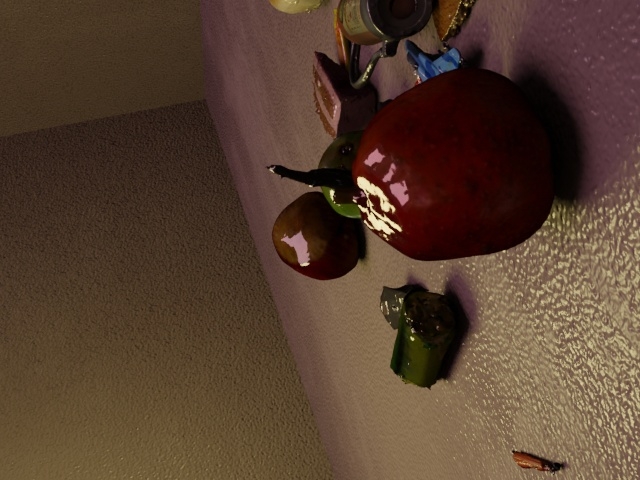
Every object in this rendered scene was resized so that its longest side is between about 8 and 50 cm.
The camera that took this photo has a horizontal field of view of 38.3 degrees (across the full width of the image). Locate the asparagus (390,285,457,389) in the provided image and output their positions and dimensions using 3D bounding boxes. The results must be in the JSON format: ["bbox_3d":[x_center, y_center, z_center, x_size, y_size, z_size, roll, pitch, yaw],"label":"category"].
[{"bbox_3d":[0.203,0.225,1.876,0.382,0.108,0.128,94,158,-56],"label":"asparagus"}]

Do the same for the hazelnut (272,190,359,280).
[{"bbox_3d":[0.000,0.000,2.330,0.229,0.229,0.230,167,90,-77],"label":"hazelnut"}]

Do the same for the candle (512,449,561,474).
[{"bbox_3d":[0.359,0.372,1.534,0.167,0.021,0.026,151,126,-77],"label":"candle"}]

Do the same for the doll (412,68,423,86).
[{"bbox_3d":[0.174,-0.227,1.636,0.094,0.079,0.180,-64,-20,-63],"label":"doll"}]

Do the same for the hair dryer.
[{"bbox_3d":[0.056,-0.141,1.663,0.120,0.359,0.304,-31,61,49],"label":"hair dryer"}]

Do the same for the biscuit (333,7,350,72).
[{"bbox_3d":[0.062,-0.372,2.064,0.048,0.026,0.292,-155,52,-64],"label":"biscuit"}]

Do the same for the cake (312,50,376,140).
[{"bbox_3d":[0.041,-0.321,2.032,0.295,0.112,0.116,-120,30,-53],"label":"cake"}]

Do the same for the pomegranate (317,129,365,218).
[{"bbox_3d":[0.097,-0.116,1.889,0.225,0.187,0.187,51,-173,-40],"label":"pomegranate"}]

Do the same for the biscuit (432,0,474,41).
[{"bbox_3d":[0.205,-0.407,1.425,0.206,0.025,0.126,110,144,-67],"label":"biscuit"}]

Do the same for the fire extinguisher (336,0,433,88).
[{"bbox_3d":[0.084,-0.380,1.643,0.200,0.113,0.376,-61,13,6],"label":"fire extinguisher"}]

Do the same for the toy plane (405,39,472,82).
[{"bbox_3d":[0.196,-0.265,1.501,0.246,0.078,0.169,-107,12,-47],"label":"toy plane"}]

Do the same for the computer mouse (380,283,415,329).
[{"bbox_3d":[0.186,0.141,1.977,0.172,0.057,0.099,-6,94,65],"label":"computer mouse"}]

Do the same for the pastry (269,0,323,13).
[{"bbox_3d":[-0.071,-0.645,2.121,0.265,0.133,0.265,166,90,-77],"label":"pastry"}]

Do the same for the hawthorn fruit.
[{"bbox_3d":[0.167,-0.098,1.275,0.265,0.307,0.265,168,90,-84],"label":"hawthorn fruit"}]
